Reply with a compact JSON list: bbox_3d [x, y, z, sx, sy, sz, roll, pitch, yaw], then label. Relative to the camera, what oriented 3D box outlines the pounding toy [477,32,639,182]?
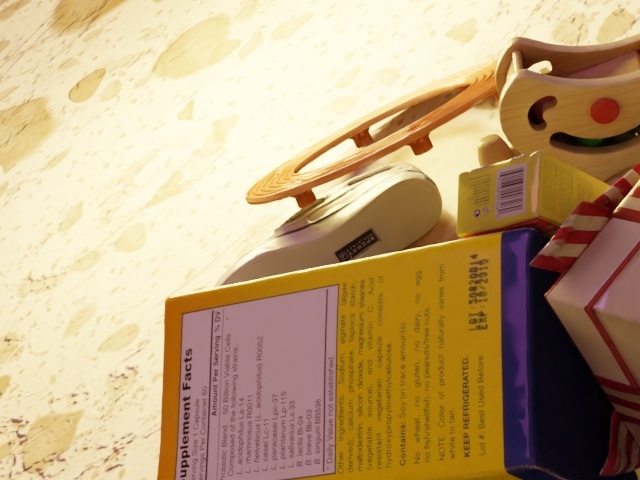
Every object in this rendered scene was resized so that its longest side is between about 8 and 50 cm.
[{"bbox_3d":[0.258,-0.160,1.826,0.270,0.154,0.155,-25,33,19],"label":"pounding toy"}]

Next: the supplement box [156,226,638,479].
[{"bbox_3d":[0.061,0.135,1.519,0.357,0.195,0.194,-11,66,31],"label":"supplement box"}]

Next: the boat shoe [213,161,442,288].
[{"bbox_3d":[0.000,0.000,1.940,0.267,0.096,0.088,-35,27,2],"label":"boat shoe"}]

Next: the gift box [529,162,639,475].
[{"bbox_3d":[0.325,0.061,1.365,0.276,0.255,0.258,-43,32,-21],"label":"gift box"}]

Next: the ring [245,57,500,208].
[{"bbox_3d":[0.073,-0.112,1.979,0.337,0.032,0.336,-26,10,5],"label":"ring"}]

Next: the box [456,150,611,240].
[{"bbox_3d":[0.215,-0.005,1.493,0.087,0.232,0.058,-14,64,40],"label":"box"}]
